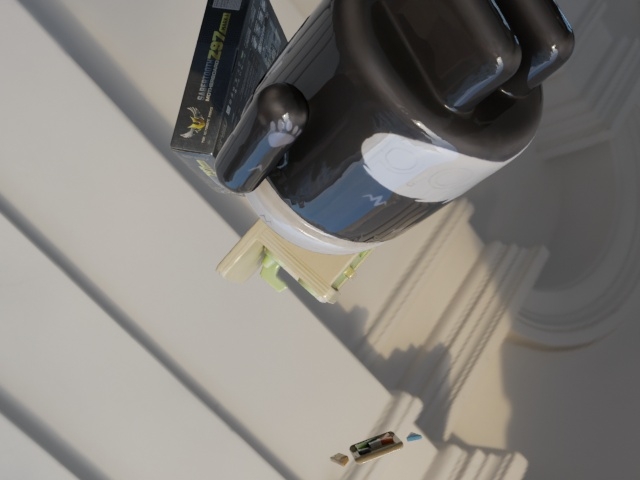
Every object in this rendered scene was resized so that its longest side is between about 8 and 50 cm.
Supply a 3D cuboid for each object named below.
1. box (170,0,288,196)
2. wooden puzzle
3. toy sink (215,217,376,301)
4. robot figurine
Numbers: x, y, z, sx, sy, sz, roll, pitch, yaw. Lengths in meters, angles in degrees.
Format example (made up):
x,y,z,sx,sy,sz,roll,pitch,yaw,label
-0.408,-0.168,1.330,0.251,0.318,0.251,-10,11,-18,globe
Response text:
x,y,z,sx,sy,sz,roll,pitch,yaw,label
-0.107,-0.189,0.921,0.183,0.059,0.233,49,53,-74,box
0.072,0.275,0.977,0.116,0.014,0.078,-18,180,-12,wooden puzzle
0.000,0.000,0.949,0.234,0.131,0.153,-48,172,-2,toy sink
0.045,-0.099,0.540,0.278,0.209,0.174,-38,-143,53,robot figurine
